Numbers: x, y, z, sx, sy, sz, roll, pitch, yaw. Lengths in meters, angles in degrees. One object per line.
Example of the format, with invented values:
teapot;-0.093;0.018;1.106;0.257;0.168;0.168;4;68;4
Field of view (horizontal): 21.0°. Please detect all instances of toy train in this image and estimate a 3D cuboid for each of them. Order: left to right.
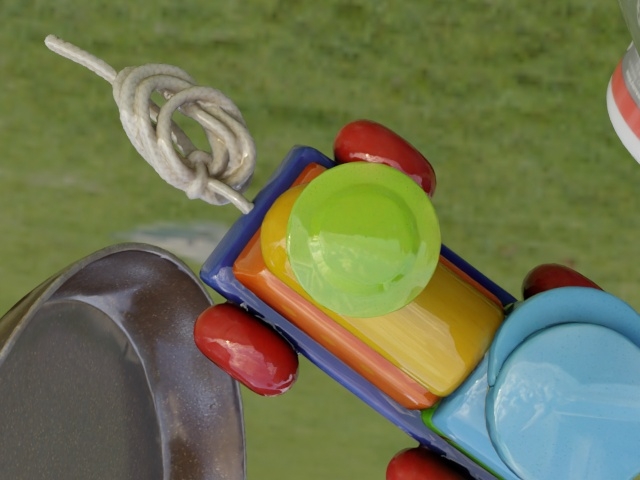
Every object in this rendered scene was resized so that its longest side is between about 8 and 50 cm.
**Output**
toy train;0.000;0.000;0.574;0.248;0.105;0.143;37;173;-2

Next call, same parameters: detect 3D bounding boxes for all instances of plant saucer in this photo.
plant saucer;-0.118;0.154;0.816;0.050;0.310;0.310;4;166;21

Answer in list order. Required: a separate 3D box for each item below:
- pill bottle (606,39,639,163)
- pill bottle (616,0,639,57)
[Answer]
pill bottle;0.391;-0.202;1.331;0.210;0.210;0.363;11;129;-22
pill bottle;0.181;-0.102;0.591;0.161;0.161;0.283;5;-157;1
